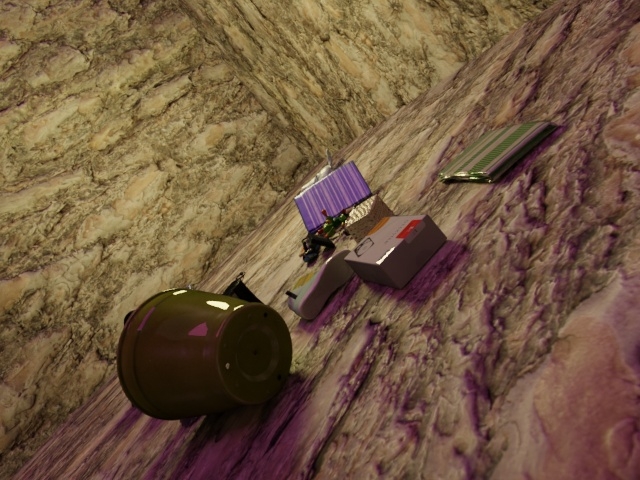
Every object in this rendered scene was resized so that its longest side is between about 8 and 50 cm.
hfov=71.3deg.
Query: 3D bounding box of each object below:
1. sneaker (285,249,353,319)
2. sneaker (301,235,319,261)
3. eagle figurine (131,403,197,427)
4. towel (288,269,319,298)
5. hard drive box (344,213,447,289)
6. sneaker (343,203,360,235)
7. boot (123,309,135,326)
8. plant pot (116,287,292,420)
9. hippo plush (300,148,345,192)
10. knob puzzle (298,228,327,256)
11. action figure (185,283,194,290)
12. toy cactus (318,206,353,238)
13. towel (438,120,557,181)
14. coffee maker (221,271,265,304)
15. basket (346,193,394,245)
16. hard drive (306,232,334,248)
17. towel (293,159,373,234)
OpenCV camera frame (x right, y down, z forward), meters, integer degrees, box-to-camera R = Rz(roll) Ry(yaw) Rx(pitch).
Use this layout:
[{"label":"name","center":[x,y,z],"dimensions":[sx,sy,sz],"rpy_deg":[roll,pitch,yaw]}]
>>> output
[{"label":"sneaker","center":[-0.007,0.123,1.379],"dimensions":[0.256,0.094,0.151],"rpy_deg":[-49,21,-18]},{"label":"sneaker","center":[-0.052,0.030,1.847],"dimensions":[0.067,0.078,0.188],"rpy_deg":[-37,15,20]},{"label":"eagle figurine","center":[-0.426,0.426,1.439],"dimensions":[0.226,0.225,0.298],"rpy_deg":[-25,7,20]},{"label":"towel","center":[-0.022,0.144,1.542],"dimensions":[0.237,0.021,0.102],"rpy_deg":[-25,26,47]},{"label":"hard drive box","center":[0.189,0.024,1.173],"dimensions":[0.181,0.089,0.232],"rpy_deg":[-45,14,-13]},{"label":"sneaker","center":[0.126,-0.079,1.728],"dimensions":[0.077,0.072,0.178],"rpy_deg":[-45,3,35]},{"label":"boot","center":[-0.776,0.486,1.930],"dimensions":[0.131,0.347,0.260],"rpy_deg":[-21,8,-4]},{"label":"plant pot","center":[-0.273,0.290,1.162],"dimensions":[0.353,0.366,0.366],"rpy_deg":[-13,29,41]},{"label":"hippo plush","center":[0.073,-0.237,2.198],"dimensions":[0.294,0.234,0.236],"rpy_deg":[-53,41,17]},{"label":"knob puzzle","center":[-0.020,-0.021,2.029],"dimensions":[0.213,0.030,0.213],"rpy_deg":[-39,13,11]},{"label":"action figure","center":[-0.586,0.374,2.071],"dimensions":[0.330,0.178,0.341],"rpy_deg":[-35,39,8]},{"label":"toy cactus","center":[0.077,-0.092,1.846],"dimensions":[0.181,0.112,0.219],"rpy_deg":[-32,-8,-22]},{"label":"towel","center":[0.500,-0.255,1.309],"dimensions":[0.248,0.038,0.325],"rpy_deg":[-41,11,-3]},{"label":"coffee maker","center":[-0.258,0.228,1.582],"dimensions":[0.171,0.178,0.120],"rpy_deg":[-51,18,-25]},{"label":"basket","center":[0.165,-0.064,1.483],"dimensions":[0.113,0.103,0.167],"rpy_deg":[-32,15,31]},{"label":"hard drive","center":[0.000,0.000,1.776],"dimensions":[0.135,0.094,0.022],"rpy_deg":[-131,56,-77]},{"label":"towel","center":[0.051,-0.192,2.005],"dimensions":[0.336,0.040,0.243],"rpy_deg":[-32,54,10]}]
